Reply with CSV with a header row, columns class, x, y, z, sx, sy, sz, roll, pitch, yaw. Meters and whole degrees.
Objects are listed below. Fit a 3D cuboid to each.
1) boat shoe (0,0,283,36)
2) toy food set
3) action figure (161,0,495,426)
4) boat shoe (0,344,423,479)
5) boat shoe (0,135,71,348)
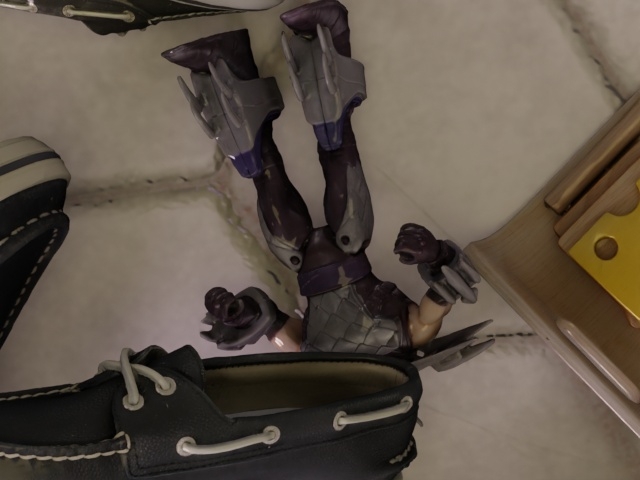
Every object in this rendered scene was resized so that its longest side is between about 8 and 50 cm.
class,x,y,z,sx,sy,sz,roll,pitch,yaw
boat shoe,-0.128,-0.169,0.945,0.219,0.078,0.070,10,133,-7
toy food set,0.265,-0.026,0.921,0.306,0.092,0.220,-46,72,6
action figure,0.000,0.000,0.952,0.185,0.099,0.285,-18,94,15
boat shoe,-0.081,0.100,0.856,0.302,0.114,0.091,3,111,-32
boat shoe,-0.277,0.158,0.925,0.156,0.187,0.500,36,103,9
